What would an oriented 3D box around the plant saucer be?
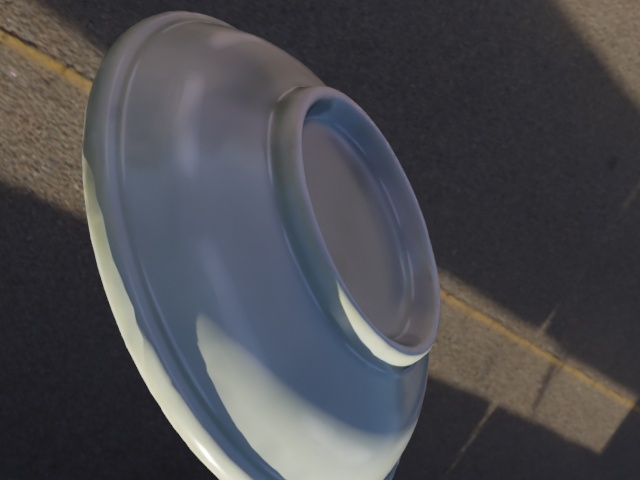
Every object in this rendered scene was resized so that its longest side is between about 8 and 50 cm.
[{"bbox_3d":[0.000,0.000,0.662,0.101,0.400,0.400,-21,143,24],"label":"plant saucer"}]
